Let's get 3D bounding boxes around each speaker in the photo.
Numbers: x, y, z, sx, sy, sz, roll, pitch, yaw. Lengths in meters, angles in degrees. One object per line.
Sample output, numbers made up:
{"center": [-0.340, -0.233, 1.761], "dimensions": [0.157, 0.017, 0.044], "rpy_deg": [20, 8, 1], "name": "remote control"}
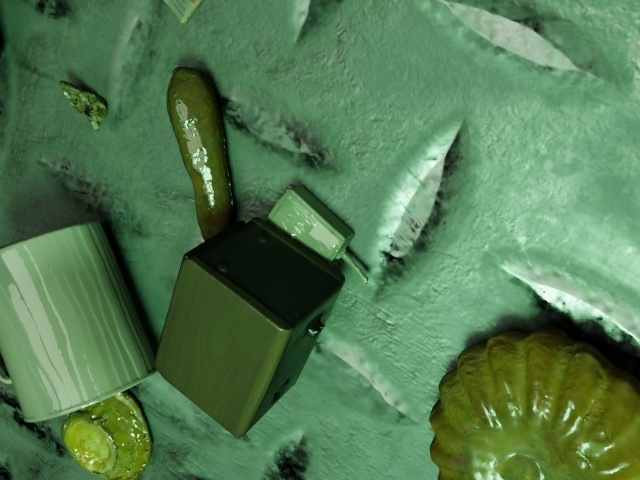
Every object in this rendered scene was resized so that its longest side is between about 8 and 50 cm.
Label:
{"center": [-0.101, 0.118, 0.977], "dimensions": [0.193, 0.153, 0.230], "rpy_deg": [35, 128, 14], "name": "speaker"}

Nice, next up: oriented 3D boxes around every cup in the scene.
{"center": [-0.417, 0.130, 1.144], "dimensions": [0.288, 0.208, 0.273], "rpy_deg": [-14, 96, 52], "name": "cup"}

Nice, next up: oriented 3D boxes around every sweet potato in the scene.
{"center": [-0.165, -0.113, 1.027], "dimensions": [0.075, 0.075, 0.273], "rpy_deg": [-4, 105, 27], "name": "sweet potato"}

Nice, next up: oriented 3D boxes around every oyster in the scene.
{"center": [-0.362, -0.215, 1.099], "dimensions": [0.038, 0.080, 0.083], "rpy_deg": [-38, 119, 7], "name": "oyster"}

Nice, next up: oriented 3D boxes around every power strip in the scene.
{"center": [0.000, 0.000, 0.985], "dimensions": [0.175, 0.042, 0.075], "rpy_deg": [42, 115, 12], "name": "power strip"}

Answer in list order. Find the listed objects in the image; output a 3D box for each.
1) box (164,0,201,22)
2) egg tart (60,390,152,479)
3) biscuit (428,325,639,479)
{"center": [-0.183, -0.352, 1.005], "dimensions": [0.083, 0.012, 0.046], "rpy_deg": [-43, 81, 29], "name": "box"}
{"center": [-0.376, 0.338, 1.238], "dimensions": [0.191, 0.074, 0.191], "rpy_deg": [6, 106, 22], "name": "egg tart"}
{"center": [0.260, 0.269, 0.855], "dimensions": [0.326, 0.107, 0.325], "rpy_deg": [13, 110, 40], "name": "biscuit"}
